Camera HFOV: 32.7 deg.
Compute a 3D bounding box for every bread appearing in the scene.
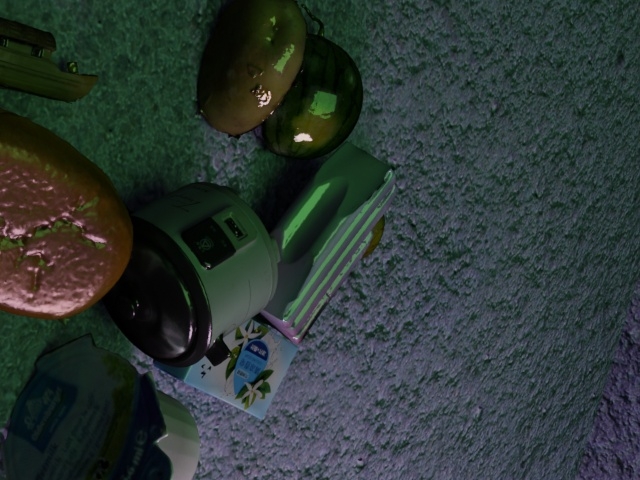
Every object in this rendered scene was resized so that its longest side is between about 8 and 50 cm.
[{"bbox_3d":[-0.402,-0.041,1.361,0.388,0.183,0.236,29,84,-51],"label":"bread"}]

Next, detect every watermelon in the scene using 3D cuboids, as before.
[{"bbox_3d":[0.001,-0.238,1.812,0.204,0.127,0.232,39,73,-56],"label":"watermelon"}]

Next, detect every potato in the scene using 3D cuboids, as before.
[{"bbox_3d":[-0.103,-0.276,1.667,0.098,0.138,0.243,13,91,-47],"label":"potato"}]

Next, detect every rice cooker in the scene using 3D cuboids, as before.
[{"bbox_3d":[-0.203,0.049,1.591,0.227,0.241,0.280,-33,88,-42],"label":"rice cooker"}]

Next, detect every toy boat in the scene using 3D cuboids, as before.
[{"bbox_3d":[-0.382,-0.234,1.403,0.226,0.068,0.088,8,92,-51],"label":"toy boat"}]

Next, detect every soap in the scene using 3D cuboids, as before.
[{"bbox_3d":[0.000,0.000,1.855,0.324,0.109,0.193,-53,161,-12],"label":"soap"}]

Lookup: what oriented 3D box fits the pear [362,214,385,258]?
[{"bbox_3d":[0.065,-0.022,1.990,0.131,0.107,0.107,-61,141,-27],"label":"pear"}]

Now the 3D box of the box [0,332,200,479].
[{"bbox_3d":[-0.277,0.296,1.584,0.206,0.291,0.262,36,73,-61],"label":"box"}]

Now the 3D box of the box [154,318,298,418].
[{"bbox_3d":[-0.154,0.194,1.829,0.232,0.083,0.143,38,76,-51],"label":"box"}]
